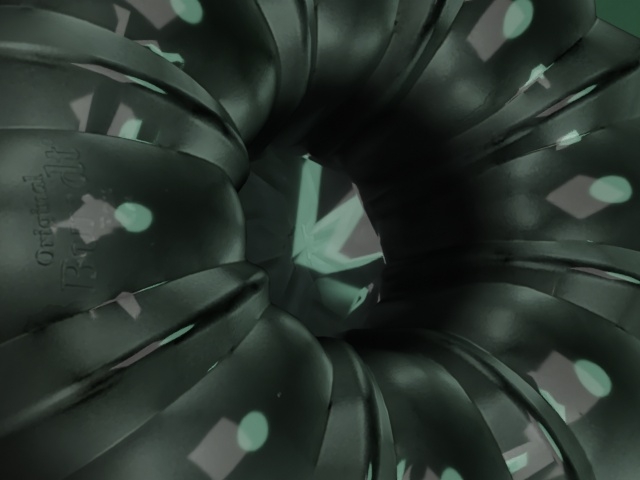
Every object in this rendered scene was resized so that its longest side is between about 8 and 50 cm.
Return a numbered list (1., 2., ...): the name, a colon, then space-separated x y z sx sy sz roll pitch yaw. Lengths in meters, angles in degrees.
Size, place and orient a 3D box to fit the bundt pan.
1. bundt pan: 0.000 0.000 0.596 0.331 0.124 0.331 9 72 -30
